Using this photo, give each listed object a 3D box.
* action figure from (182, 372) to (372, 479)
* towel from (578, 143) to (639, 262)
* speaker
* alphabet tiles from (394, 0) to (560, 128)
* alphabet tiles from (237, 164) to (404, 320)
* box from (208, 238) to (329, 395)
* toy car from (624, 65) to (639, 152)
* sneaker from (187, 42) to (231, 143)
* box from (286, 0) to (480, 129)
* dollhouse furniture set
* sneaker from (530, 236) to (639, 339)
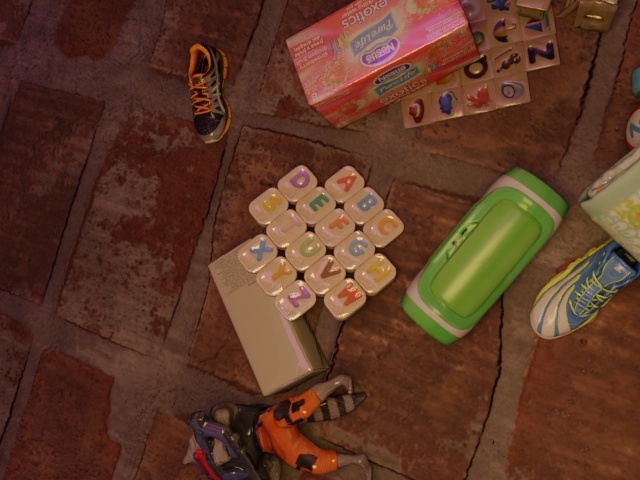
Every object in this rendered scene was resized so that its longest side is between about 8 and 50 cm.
[{"bbox_3d":[-0.076,0.372,1.126,0.329,0.179,0.342,-8,121,11],"label":"action figure"},{"bbox_3d":[0.572,-0.055,0.783,0.320,0.090,0.374,44,130,0],"label":"towel"},{"bbox_3d":[0.266,0.027,1.050,0.131,0.131,0.297,42,98,22],"label":"speaker"},{"bbox_3d":[0.251,-0.363,1.177,0.342,0.011,0.285,-9,79,20],"label":"alphabet tiles"},{"bbox_3d":[0.000,0.000,1.162,0.278,0.021,0.284,-38,73,-9],"label":"alphabet tiles"},{"bbox_3d":[-0.098,0.141,1.196,0.113,0.094,0.275,-30,73,15],"label":"box"},{"bbox_3d":[0.552,-0.182,0.904,0.210,0.238,0.219,-4,80,21],"label":"toy car"},{"bbox_3d":[-0.241,-0.307,1.327,0.084,0.083,0.215,-8,80,19],"label":"sneaker"},{"bbox_3d":[0.113,-0.342,1.140,0.299,0.154,0.142,-24,74,16],"label":"box"},{"bbox_3d":[0.430,-0.465,1.060,0.160,0.101,0.182,18,89,17],"label":"dollhouse furniture set"},{"bbox_3d":[0.418,0.060,0.983,0.240,0.126,0.091,-46,69,9],"label":"sneaker"}]
